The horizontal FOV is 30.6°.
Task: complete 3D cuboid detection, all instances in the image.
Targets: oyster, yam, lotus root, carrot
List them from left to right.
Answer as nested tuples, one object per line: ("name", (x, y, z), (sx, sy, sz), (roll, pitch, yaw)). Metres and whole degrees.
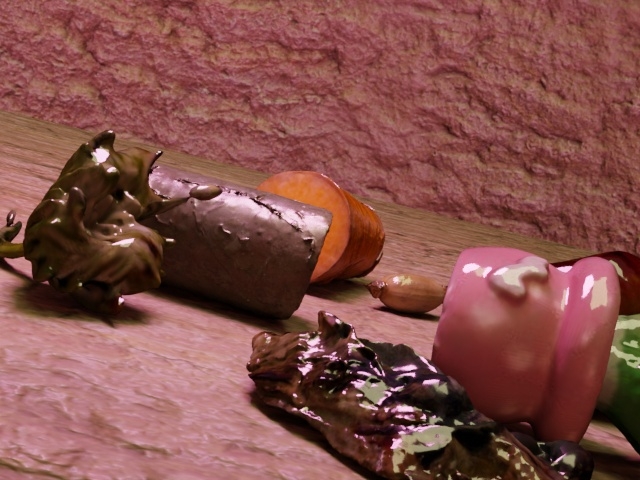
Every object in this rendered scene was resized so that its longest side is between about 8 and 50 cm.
("yam", (-0.133, 0.001, 1.561), (0.304, 0.168, 0.168), (16, 8, 13))
("carrot", (0.000, 0.000, 1.919), (0.196, 0.196, 0.254), (17, -3, 24))
("oyster", (0.083, 0.154, 1.127), (0.221, 0.096, 0.361), (16, 6, -41))
("lotus root", (0.137, 0.083, 1.834), (0.150, 0.062, 0.073), (7, 3, -30))

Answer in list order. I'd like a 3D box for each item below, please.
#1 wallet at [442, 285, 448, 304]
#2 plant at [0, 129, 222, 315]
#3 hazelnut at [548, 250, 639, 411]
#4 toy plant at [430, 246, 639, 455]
("wallet", (0.291, 0.136, 1.801), (0.165, 0.042, 0.309), (14, 8, -12))
("plant", (-0.309, 0.021, 1.432), (0.180, 0.333, 0.251), (48, 41, -11))
("hazelnut", (0.350, 0.125, 1.507), (0.234, 0.218, 0.218), (-9, 15, -18))
("toy plant", (0.289, 0.144, 1.226), (0.356, 0.211, 0.317), (19, 41, 6))
